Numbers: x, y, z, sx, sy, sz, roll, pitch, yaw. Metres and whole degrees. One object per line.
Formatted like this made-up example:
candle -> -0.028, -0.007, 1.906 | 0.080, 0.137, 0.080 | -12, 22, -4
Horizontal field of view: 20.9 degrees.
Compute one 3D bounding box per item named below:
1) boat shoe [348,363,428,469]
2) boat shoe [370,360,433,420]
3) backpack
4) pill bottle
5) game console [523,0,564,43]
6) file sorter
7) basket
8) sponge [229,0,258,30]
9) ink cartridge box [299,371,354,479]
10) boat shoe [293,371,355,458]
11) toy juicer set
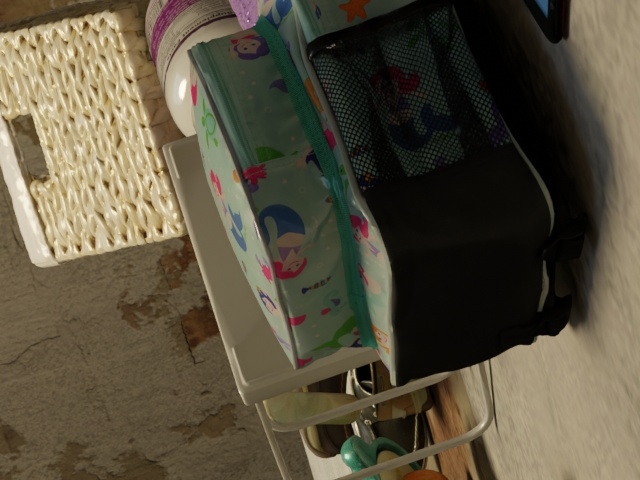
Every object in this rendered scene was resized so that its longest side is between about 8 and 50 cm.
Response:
boat shoe -> 0.065, 0.163, 1.857 | 0.070, 0.077, 0.219 | 148, 107, -86
boat shoe -> 0.055, 0.090, 1.756 | 0.068, 0.072, 0.190 | 123, 131, -84
backpack -> 0.026, -0.061, 0.995 | 0.225, 0.191, 0.253 | 81, 176, -62
pill bottle -> -0.105, -0.201, 2.018 | 0.301, 0.169, 0.169 | -114, 9, -58
game console -> 0.058, -0.170, 0.816 | 0.144, 0.124, 0.085 | 81, -163, -55
file sorter -> 0.009, 0.037, 1.431 | 0.173, 0.193, 0.278 | 74, 176, -49
basket -> -0.242, -0.170, 2.313 | 0.331, 0.266, 0.328 | -28, -75, -54
sponge -> -0.067, -0.273, 1.756 | 0.210, 0.031, 0.117 | 65, 156, -5
ink cartridge box -> 0.072, 0.241, 2.234 | 0.385, 0.091, 0.308 | 3, 110, 67
boat shoe -> 0.018, 0.048, 1.657 | 0.132, 0.130, 0.355 | -102, 5, -65
toy juicer set -> 0.085, 0.229, 1.570 | 0.329, 0.089, 0.209 | 54, -163, -3
